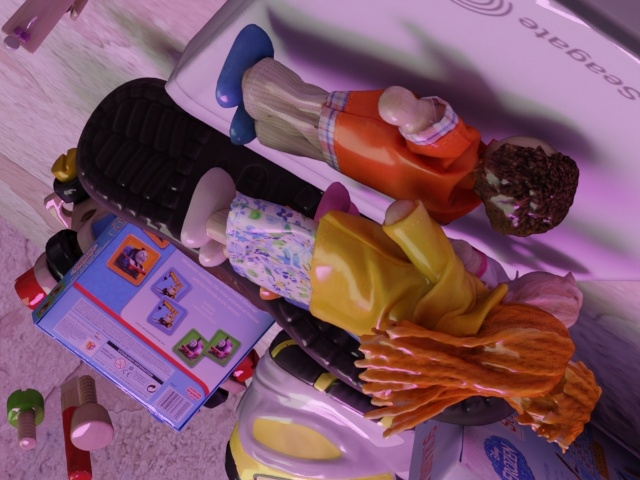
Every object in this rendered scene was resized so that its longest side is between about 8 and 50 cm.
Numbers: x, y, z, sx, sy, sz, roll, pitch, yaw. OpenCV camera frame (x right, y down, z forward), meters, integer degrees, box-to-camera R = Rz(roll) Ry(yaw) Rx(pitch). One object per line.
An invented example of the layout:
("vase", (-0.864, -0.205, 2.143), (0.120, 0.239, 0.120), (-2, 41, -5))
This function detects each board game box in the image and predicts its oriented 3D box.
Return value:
("board game box", (0.211, 0.219, 0.836), (0.318, 0.066, 0.318), (36, -168, 1))
("board game box", (-0.110, 0.033, 0.953), (0.160, 0.211, 0.039), (42, 179, -23))

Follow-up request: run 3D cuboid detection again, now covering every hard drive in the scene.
("hard drive", (0.070, -0.050, 0.498), (0.233, 0.047, 0.353), (30, 169, -14))

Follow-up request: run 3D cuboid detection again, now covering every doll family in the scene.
("doll family", (0.042, 0.028, 0.487), (0.163, 0.118, 0.263), (23, 169, 19))

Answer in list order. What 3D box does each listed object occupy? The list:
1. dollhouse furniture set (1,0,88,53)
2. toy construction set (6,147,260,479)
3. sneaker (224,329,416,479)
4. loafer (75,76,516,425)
("dollhouse furniture set", (-0.220, -0.182, 0.776), (0.114, 0.081, 0.091), (39, 166, -14))
("toy construction set", (-0.197, 0.051, 1.120), (0.258, 0.308, 0.237), (22, -153, -30))
("sneaker", (0.093, 0.221, 1.001), (0.385, 0.147, 0.145), (32, -165, -9))
("loafer", (0.000, 0.000, 0.804), (0.366, 0.133, 0.130), (34, 180, 20))
